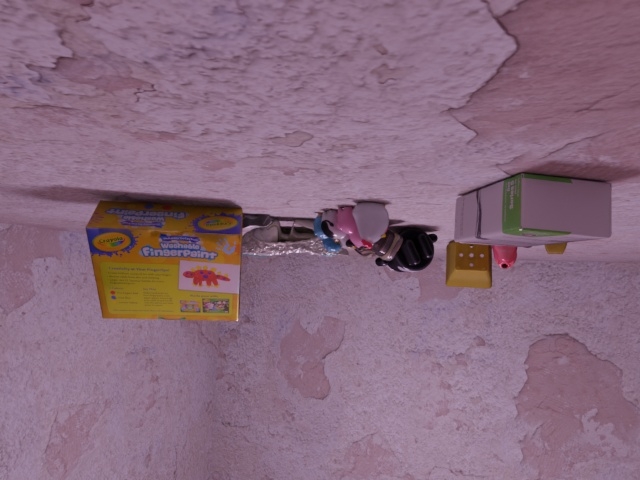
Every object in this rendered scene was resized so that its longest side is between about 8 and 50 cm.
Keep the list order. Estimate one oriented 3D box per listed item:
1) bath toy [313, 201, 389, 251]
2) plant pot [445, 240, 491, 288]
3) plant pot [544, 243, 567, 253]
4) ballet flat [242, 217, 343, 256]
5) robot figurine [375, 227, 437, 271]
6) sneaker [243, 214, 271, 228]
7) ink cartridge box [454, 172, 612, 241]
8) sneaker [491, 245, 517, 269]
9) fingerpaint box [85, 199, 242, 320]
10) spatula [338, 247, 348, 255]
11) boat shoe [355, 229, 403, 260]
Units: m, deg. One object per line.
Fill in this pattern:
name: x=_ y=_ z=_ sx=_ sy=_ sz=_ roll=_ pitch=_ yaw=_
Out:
bath toy: x=0.100 y=-0.031 z=1.423 sx=0.151 sy=0.129 sz=0.348 roll=5 pitch=174 yaw=-22
plant pot: x=0.697 y=0.095 z=2.183 sx=0.212 sy=0.212 sz=0.187 roll=2 pitch=162 yaw=13
plant pot: x=0.833 y=0.006 z=1.661 sx=0.081 sy=0.083 sz=0.081 roll=0 pitch=174 yaw=25
ballet flat: x=-0.115 y=-0.024 z=1.737 sx=0.408 sy=0.147 sz=0.147 roll=0 pitch=175 yaw=3
robot figurine: x=0.339 y=0.038 z=1.853 sx=0.209 sy=0.174 sz=0.278 roll=15 pitch=173 yaw=-9
sneaker: x=-0.248 y=-0.065 z=1.673 sx=0.152 sy=0.054 sz=0.061 roll=2 pitch=178 yaw=4
ink cartridge box: x=0.442 y=-0.054 z=1.017 sx=0.198 sy=0.115 sz=0.273 roll=4 pitch=175 yaw=-11
sneaker: x=0.755 y=0.053 z=1.944 sx=0.116 sy=0.136 sz=0.314 roll=2 pitch=175 yaw=23
fingerpaint box: x=-0.482 y=0.073 z=1.529 sx=0.444 sy=0.371 sz=0.163 roll=2 pitch=-145 yaw=-9
spatula: x=0.000 y=0.000 z=1.923 sx=0.242 sy=0.019 sz=0.168 roll=7 pitch=-142 yaw=2
boat shoe: x=0.184 y=-0.013 z=1.777 sx=0.130 sy=0.132 sz=0.355 roll=31 pitch=171 yaw=-15
